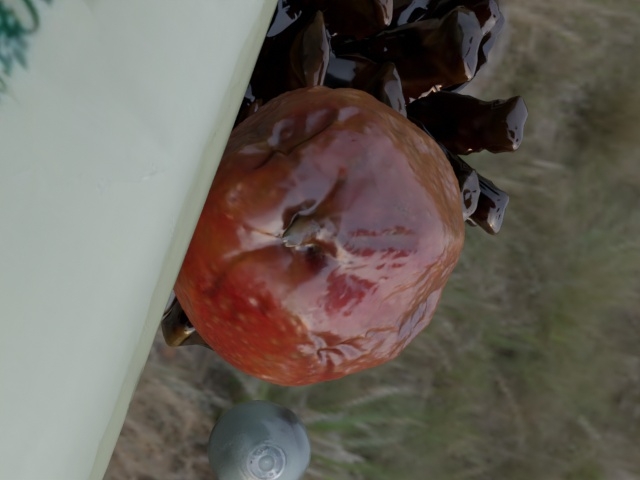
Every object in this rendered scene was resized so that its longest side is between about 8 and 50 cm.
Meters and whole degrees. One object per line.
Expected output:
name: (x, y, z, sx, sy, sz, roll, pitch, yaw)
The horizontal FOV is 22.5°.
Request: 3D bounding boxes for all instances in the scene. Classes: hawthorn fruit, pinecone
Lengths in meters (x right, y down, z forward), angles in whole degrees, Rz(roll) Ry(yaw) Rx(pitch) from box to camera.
hawthorn fruit: (0.002, -0.002, 0.876, 0.173, 0.179, 0.174, 7, 73, -25)
pinecone: (-0.013, -0.104, 1.305, 0.397, 0.397, 0.398, -18, 114, -46)

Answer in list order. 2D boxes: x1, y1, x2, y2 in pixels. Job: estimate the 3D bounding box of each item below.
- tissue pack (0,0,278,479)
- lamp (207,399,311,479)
tissue pack: (-0.165, -0.031, 0.469, 0.207, 0.297, 0.380, 38, 42, -22)
lamp: (-0.062, 0.213, 1.636, 0.105, 0.105, 0.105, -18, 114, -46)
